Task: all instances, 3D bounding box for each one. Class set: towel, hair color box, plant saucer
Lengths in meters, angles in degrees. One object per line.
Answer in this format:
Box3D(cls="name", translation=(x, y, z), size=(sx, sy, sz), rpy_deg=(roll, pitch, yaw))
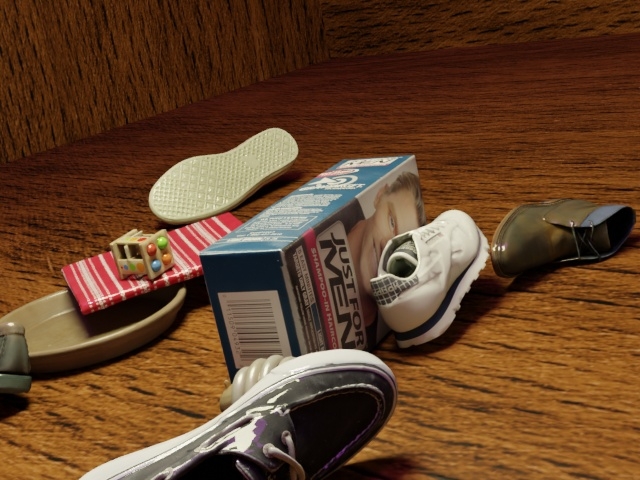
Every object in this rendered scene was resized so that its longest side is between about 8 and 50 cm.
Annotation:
Box3D(cls="towel", translation=(-0.218, 0.030, 1.506), size=(0.275, 0.031, 0.199), rpy_deg=(-19, 19, -16))
Box3D(cls="hair color box", translation=(0.014, 0.032, 1.205), size=(0.105, 0.174, 0.347), rpy_deg=(-3, 19, 29))
Box3D(cls="plant saucer", translation=(-0.311, 0.110, 1.427), size=(0.278, 0.041, 0.278), rpy_deg=(-11, 16, 3))

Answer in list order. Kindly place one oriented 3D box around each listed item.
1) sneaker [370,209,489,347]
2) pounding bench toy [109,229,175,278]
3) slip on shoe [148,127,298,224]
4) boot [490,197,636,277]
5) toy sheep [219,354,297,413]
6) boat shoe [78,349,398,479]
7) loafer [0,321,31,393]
Box3D(cls="sneaker", translation=(0.123, 0.019, 1.216), size=(0.090, 0.095, 0.235), rpy_deg=(-27, 18, 32))
Box3D(cls="pounding bench toy", translation=(-0.226, 0.012, 1.436), size=(0.065, 0.052, 0.083), rpy_deg=(-1, 23, 33))
Box3D(cls="slip on shoe", translation=(-0.183, -0.110, 2.004), size=(0.331, 0.123, 0.101), rpy_deg=(-31, -8, -37))
Box3D(cls="boot", translation=(0.297, -0.010, 1.304), size=(0.106, 0.082, 0.219), rpy_deg=(-2, 17, 40))
Box3D(cls="toy sheep", translation=(-0.034, 0.149, 1.003), size=(0.132, 0.091, 0.091), rpy_deg=(-11, 15, 17))
Box3D(cls="boat shoe", translation=(-0.057, 0.183, 0.860), size=(0.301, 0.108, 0.102), rpy_deg=(-21, 17, -19))
Box3D(cls="loafer", translation=(-0.438, 0.135, 1.307), size=(0.267, 0.084, 0.096), rpy_deg=(1, -7, 40))
